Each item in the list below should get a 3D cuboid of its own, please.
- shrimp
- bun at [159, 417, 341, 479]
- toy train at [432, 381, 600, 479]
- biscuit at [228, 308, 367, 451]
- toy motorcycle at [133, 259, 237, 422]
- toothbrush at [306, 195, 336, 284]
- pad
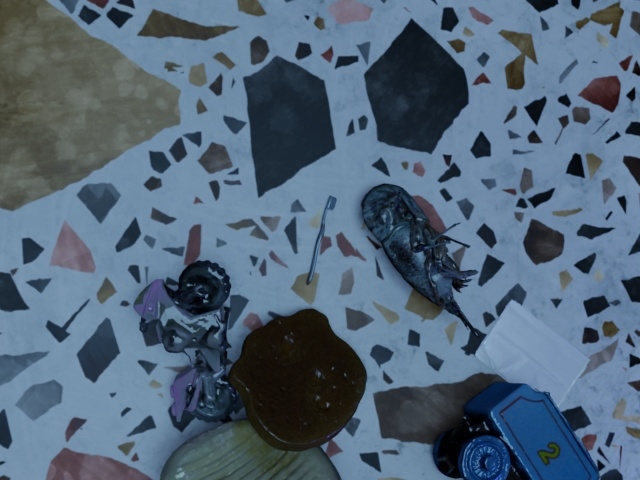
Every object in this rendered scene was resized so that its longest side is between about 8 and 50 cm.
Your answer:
[{"bbox_3d":[0.228,0.033,1.622,0.372,0.172,0.137,44,76,2],"label":"shrimp"},{"bbox_3d":[-0.130,0.520,1.496,0.365,0.219,0.365,9,52,-11],"label":"bun"},{"bbox_3d":[0.397,0.449,1.632,0.265,0.188,0.300,-33,90,-15],"label":"toy train"},{"bbox_3d":[-0.042,0.272,1.560,0.273,0.049,0.257,-31,77,-39],"label":"biscuit"},{"bbox_3d":[-0.261,0.199,1.551,0.188,0.143,0.327,-2,103,-2],"label":"toy motorcycle"},{"bbox_3d":[0.000,0.000,1.661,0.019,0.013,0.193,18,84,-18],"label":"toothbrush"},{"bbox_3d":[0.462,0.254,1.737,0.232,0.004,0.156,37,81,-7],"label":"pad"}]
